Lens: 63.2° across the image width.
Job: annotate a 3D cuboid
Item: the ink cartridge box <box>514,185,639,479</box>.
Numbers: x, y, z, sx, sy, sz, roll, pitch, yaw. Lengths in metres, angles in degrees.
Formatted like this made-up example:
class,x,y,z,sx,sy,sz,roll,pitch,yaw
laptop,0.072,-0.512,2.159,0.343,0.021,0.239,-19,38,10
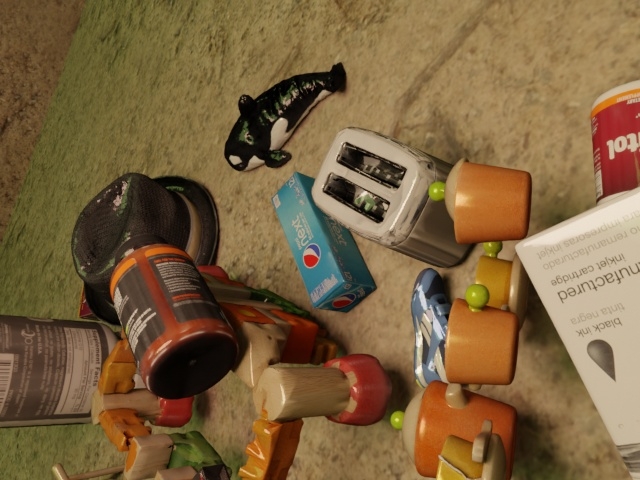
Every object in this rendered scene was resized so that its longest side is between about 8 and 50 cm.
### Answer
class,x,y,z,sx,sy,sz,roll,pitch,yaw
ink cartridge box,0.305,0.083,0.347,0.211,0.121,0.289,-32,76,37

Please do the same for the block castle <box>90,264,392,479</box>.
class,x,y,z,sx,sy,sz,roll,pitch,yaw
block castle,-0.127,0.220,0.741,0.453,0.212,0.303,22,97,46

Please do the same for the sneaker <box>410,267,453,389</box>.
class,x,y,z,sx,sy,sz,roll,pitch,yaw
sneaker,0.144,0.103,0.614,0.059,0.053,0.144,-10,79,43

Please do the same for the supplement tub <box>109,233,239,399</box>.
class,x,y,z,sx,sy,sz,roll,pitch,yaw
supplement tub,-0.176,0.075,0.595,0.106,0.106,0.198,-56,47,18

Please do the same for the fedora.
class,x,y,z,sx,sy,sz,roll,pitch,yaw
fedora,-0.362,-0.007,1.002,0.333,0.152,0.334,-7,65,15

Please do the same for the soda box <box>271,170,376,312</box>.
class,x,y,z,sx,sy,sz,roll,pitch,yaw
soda box,0.000,0.000,0.770,0.067,0.071,0.210,-44,52,29

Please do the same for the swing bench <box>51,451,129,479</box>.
class,x,y,z,sx,sy,sz,roll,pitch,yaw
swing bench,-0.466,0.595,1.013,0.253,0.165,0.255,-44,57,27

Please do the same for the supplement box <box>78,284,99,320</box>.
class,x,y,z,sx,sy,sz,roll,pitch,yaw
supplement box,-0.447,0.130,1.159,0.188,0.104,0.081,-17,66,41

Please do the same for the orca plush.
class,x,y,z,sx,sy,sz,roll,pitch,yaw
orca plush,-0.091,-0.215,0.899,0.287,0.102,0.151,-16,68,41

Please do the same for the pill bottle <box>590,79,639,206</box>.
class,x,y,z,sx,sy,sz,roll,pitch,yaw
pill bottle,0.300,-0.062,0.478,0.086,0.086,0.152,-10,72,43

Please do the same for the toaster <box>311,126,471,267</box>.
class,x,y,z,sx,sy,sz,roll,pitch,yaw
toaster,0.096,-0.052,0.635,0.227,0.146,0.129,36,105,44

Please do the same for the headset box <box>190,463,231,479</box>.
class,x,y,z,sx,sy,sz,roll,pitch,yaw
headset box,-0.122,0.285,0.542,0.083,0.032,0.062,-51,50,23

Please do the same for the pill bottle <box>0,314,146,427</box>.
class,x,y,z,sx,sy,sz,roll,pitch,yaw
pill bottle,-0.522,0.255,1.014,0.204,0.361,0.204,-15,69,41

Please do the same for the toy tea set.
class,x,y,z,sx,sy,sz,roll,pitch,yaw
toy tea set,0.125,0.093,0.497,0.124,0.200,0.336,4,80,25
